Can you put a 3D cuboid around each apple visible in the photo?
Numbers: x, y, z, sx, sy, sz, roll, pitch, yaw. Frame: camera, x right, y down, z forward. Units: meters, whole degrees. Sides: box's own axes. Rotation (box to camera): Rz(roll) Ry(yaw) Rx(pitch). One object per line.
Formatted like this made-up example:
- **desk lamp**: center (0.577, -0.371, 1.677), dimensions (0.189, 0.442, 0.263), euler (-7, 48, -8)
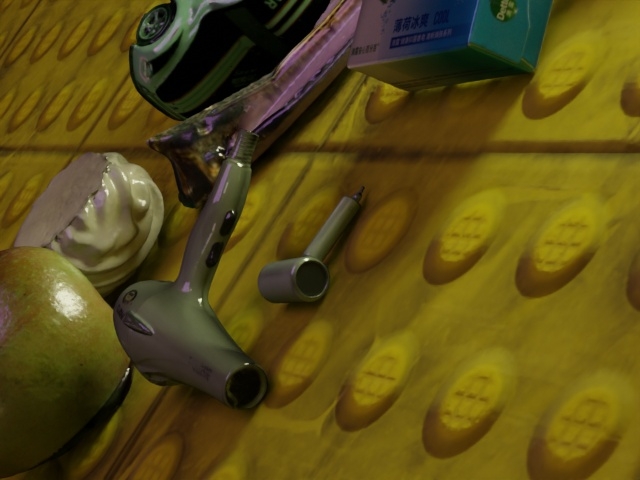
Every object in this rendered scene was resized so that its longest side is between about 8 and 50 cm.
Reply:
- **apple**: center (-0.284, 0.113, 1.689), dimensions (0.207, 0.174, 0.188), euler (38, 65, 25)

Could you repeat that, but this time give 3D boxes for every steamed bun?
- **steamed bun**: center (-0.232, -0.005, 1.850), dimensions (0.183, 0.106, 0.183), euler (-37, 28, 23)

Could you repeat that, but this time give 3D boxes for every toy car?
- **toy car**: center (-0.062, -0.247, 1.855), dimensions (0.306, 0.136, 0.125), euler (-53, 38, -1)

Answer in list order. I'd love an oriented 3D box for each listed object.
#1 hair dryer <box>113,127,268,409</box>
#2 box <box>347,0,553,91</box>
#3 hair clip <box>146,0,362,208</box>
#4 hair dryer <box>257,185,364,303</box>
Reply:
- **hair dryer**: center (-0.084, 0.049, 1.515), dimensions (0.225, 0.088, 0.219), euler (-55, 37, 20)
- **box**: center (0.113, -0.206, 1.506), dimensions (0.194, 0.073, 0.139), euler (-1, 73, 61)
- **hair clip**: center (-0.021, -0.172, 1.768), dimensions (0.358, 0.095, 0.110), euler (-42, -11, 1)
- **hair dryer**: center (0.000, 0.000, 1.513), dimensions (0.124, 0.038, 0.063), euler (-56, 23, -22)
